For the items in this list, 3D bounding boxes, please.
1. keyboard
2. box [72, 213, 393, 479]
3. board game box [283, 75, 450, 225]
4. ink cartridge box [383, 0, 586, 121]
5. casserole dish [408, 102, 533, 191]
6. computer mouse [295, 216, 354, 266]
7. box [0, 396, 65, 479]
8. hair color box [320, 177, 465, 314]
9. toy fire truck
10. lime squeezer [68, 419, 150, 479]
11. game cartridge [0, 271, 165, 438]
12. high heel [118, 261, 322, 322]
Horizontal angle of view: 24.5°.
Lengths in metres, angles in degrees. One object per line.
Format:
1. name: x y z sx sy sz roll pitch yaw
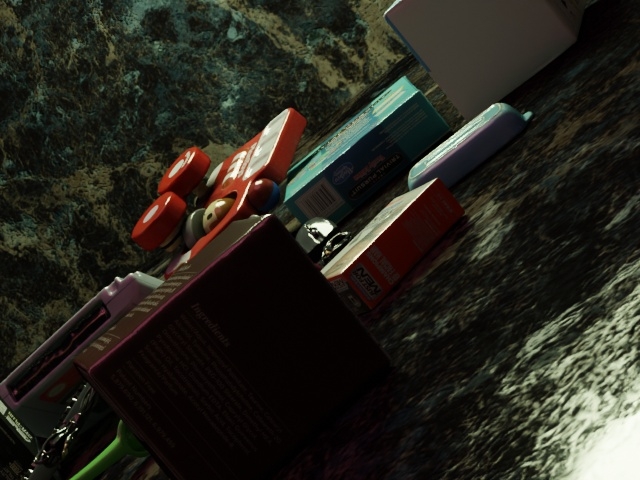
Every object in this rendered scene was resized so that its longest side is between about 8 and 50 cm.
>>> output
1. keyboard: -0.308 0.235 1.748 0.201 0.033 0.317 -53 8 40
2. box: -0.081 0.105 1.275 0.203 0.167 0.168 -41 7 -11
3. board game box: 0.066 -0.134 2.265 0.254 0.079 0.336 -39 8 6
4. ink cartridge box: 0.246 -0.336 2.140 0.197 0.198 0.270 -37 9 22
5. casserole dish: 0.173 -0.108 1.788 0.188 0.037 0.114 -37 9 11
6. computer mouse: 0.000 0.000 1.960 0.071 0.041 0.242 -39 8 -5
7. box: -0.439 0.283 1.876 0.147 0.180 0.077 -39 8 0
8. hair color box: 0.066 0.011 1.545 0.167 0.053 0.093 -45 10 -30
9. toy fire truck: -0.144 -0.063 2.344 0.254 0.169 0.302 -37 20 37
10. lime squeezer: -0.217 0.201 1.660 0.110 0.059 0.310 -1 24 12
11. game cartridge: -0.304 0.166 2.021 0.294 0.060 0.196 -42 -24 12
12. high heel: -0.144 0.127 1.865 0.181 0.127 0.377 -1 -23 -29
